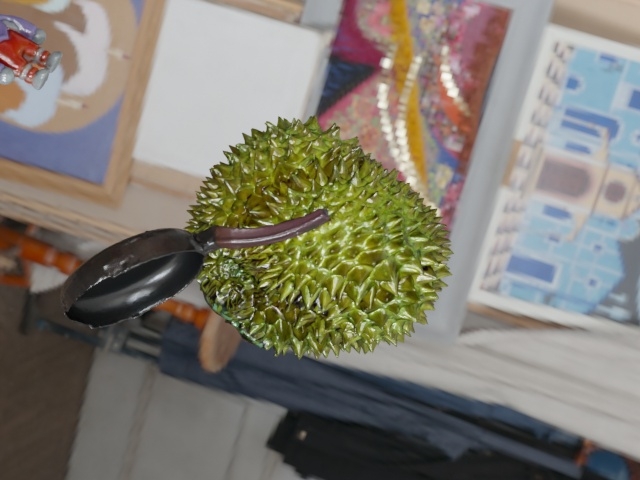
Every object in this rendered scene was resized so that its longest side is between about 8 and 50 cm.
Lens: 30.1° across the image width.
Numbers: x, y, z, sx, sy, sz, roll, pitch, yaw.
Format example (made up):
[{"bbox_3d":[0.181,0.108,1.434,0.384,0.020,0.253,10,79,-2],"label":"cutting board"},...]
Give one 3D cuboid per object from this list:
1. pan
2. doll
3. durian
[{"bbox_3d":[-0.096,0.008,0.882,0.115,0.212,0.040,44,24,-74],"label":"pan"},{"bbox_3d":[-0.364,-0.214,1.152,0.075,0.227,0.102,-56,-172,40],"label":"doll"},{"bbox_3d":[0.002,-0.002,1.198,0.291,0.291,0.225,88,25,-54],"label":"durian"}]
